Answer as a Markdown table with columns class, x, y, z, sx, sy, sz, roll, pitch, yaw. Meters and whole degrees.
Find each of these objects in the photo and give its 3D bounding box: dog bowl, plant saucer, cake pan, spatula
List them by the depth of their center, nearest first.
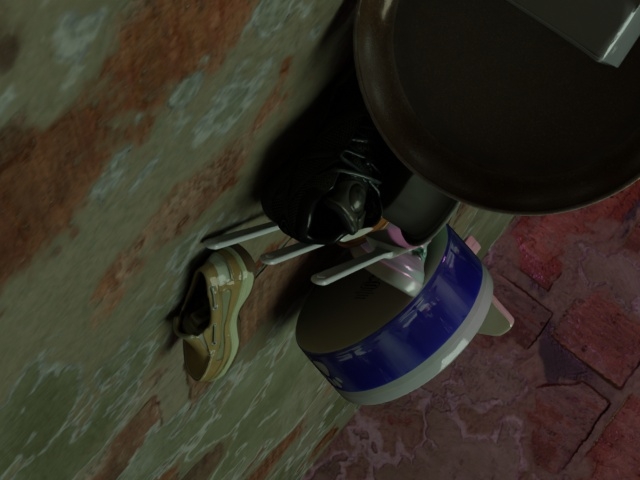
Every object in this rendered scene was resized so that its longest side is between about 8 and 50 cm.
| class | x | y | z | sx | sy | sz | roll | pitch | yaw |
| --- | --- | --- | --- | --- | --- | --- | --- | --- | --- |
| plant saucer | 0.185 | -0.178 | 1.177 | 0.310 | 0.311 | 0.050 | -56 | 173 | 17 |
| cake pan | 0.119 | -0.140 | 1.361 | 0.293 | 0.054 | 0.293 | -162 | -90 | -78 |
| spatula | 0.000 | 0.000 | 1.373 | 0.242 | 0.168 | 0.019 | -19 | 124 | -62 |
| dog bowl | 0.097 | 0.090 | 1.803 | 0.265 | 0.104 | 0.265 | -34 | -156 | 17 |

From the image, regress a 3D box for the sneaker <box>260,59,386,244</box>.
| class | x | y | z | sx | sy | sz | roll | pitch | yaw |
| --- | --- | --- | --- | --- | --- | --- | --- | --- | --- |
| sneaker | 0.041 | -0.088 | 1.311 | 0.087 | 0.130 | 0.227 | 34 | 97 | -36 |

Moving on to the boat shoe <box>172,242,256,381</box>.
| class | x | y | z | sx | sy | sz | roll | pitch | yaw |
| --- | --- | --- | --- | --- | --- | --- | --- | --- | --- |
| boat shoe | -0.124 | 0.083 | 1.380 | 0.072 | 0.068 | 0.190 | -27 | 144 | -38 |

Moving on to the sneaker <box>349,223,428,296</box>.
| class | x | y | z | sx | sy | sz | roll | pitch | yaw |
| --- | --- | --- | --- | --- | --- | --- | --- | --- | --- |
| sneaker | 0.114 | -0.035 | 1.705 | 0.151 | 0.094 | 0.256 | -53 | -164 | 17 |

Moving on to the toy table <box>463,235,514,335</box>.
| class | x | y | z | sx | sy | sz | roll | pitch | yaw |
| --- | --- | --- | --- | --- | --- | --- | --- | --- | --- |
| toy table | 0.159 | 0.077 | 2.058 | 0.161 | 0.252 | 0.274 | -41 | -167 | 23 |

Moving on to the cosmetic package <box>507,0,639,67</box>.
| class | x | y | z | sx | sy | sz | roll | pitch | yaw |
| --- | --- | --- | --- | --- | --- | --- | --- | --- | --- |
| cosmetic package | 0.172 | -0.253 | 1.073 | 0.127 | 0.238 | 0.107 | -55 | 168 | 15 |

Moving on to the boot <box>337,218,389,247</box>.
| class | x | y | z | sx | sy | sz | roll | pitch | yaw |
| --- | --- | --- | --- | --- | --- | --- | --- | --- | --- |
| boot | 0.055 | -0.077 | 1.586 | 0.197 | 0.073 | 0.152 | -53 | 160 | 11 |
